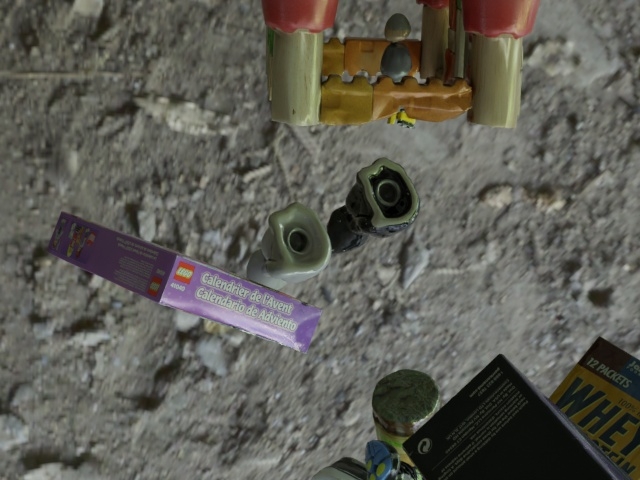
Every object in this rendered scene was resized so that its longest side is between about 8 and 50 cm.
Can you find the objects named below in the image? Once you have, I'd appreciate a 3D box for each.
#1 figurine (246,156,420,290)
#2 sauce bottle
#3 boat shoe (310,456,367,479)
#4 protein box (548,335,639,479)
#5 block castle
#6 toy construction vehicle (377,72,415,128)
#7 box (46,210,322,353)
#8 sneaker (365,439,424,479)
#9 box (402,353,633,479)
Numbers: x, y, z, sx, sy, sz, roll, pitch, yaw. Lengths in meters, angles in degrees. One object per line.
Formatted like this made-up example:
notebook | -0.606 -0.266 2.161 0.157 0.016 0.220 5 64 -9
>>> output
figurine | 0.000 0.000 1.484 0.214 0.209 0.092 -27 83 -20
sauce bottle | 0.153 0.354 1.827 0.111 0.344 0.111 -8 40 6
boat shoe | 0.126 0.415 1.679 0.301 0.108 0.102 28 32 26
protein box | 0.322 0.260 1.323 0.136 0.200 0.201 33 72 32
block castle | 0.076 -0.274 1.375 0.302 0.453 0.213 1 106 -4
toy construction vehicle | 0.099 -0.213 1.676 0.098 0.035 0.086 12 87 -36
box | -0.162 0.044 1.319 0.201 0.293 0.057 22 86 -37
sneaker | 0.100 0.312 1.550 0.078 0.188 0.067 -7 61 4
box | 0.197 0.219 0.781 0.103 0.184 0.261 -43 125 7
